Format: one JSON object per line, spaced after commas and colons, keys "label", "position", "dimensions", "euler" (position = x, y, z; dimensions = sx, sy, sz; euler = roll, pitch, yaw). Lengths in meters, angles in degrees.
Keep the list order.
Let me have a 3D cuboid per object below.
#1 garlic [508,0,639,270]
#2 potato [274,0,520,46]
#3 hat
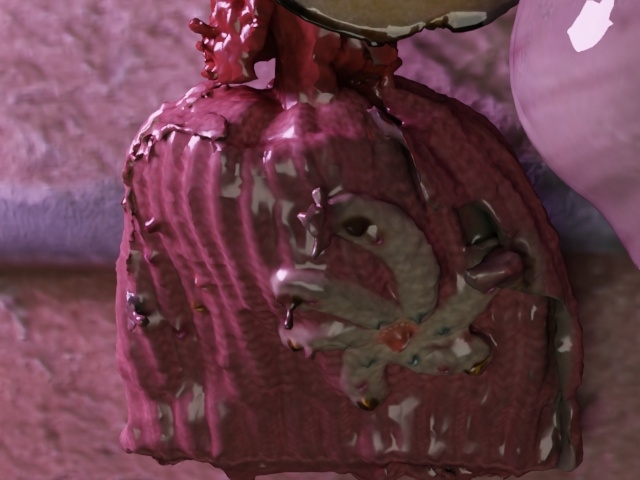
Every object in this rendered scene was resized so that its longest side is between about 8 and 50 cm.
{"label": "garlic", "position": [0.227, -0.080, 0.427], "dimensions": [0.317, 0.259, 0.318], "euler": [1, 91, 36]}
{"label": "potato", "position": [0.019, -0.173, 0.481], "dimensions": [0.164, 0.081, 0.200], "euler": [-11, 127, 16]}
{"label": "hat", "position": [0.000, 0.000, 0.621], "dimensions": [0.236, 0.107, 0.286], "euler": [-1, 116, 10]}
